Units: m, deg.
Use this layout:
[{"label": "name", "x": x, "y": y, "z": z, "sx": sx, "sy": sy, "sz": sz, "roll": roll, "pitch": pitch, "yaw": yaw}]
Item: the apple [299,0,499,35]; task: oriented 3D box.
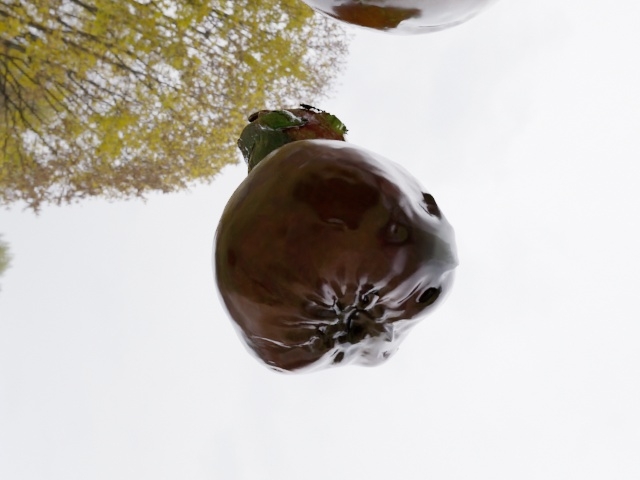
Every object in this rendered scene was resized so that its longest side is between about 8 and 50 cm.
[{"label": "apple", "x": 0.053, "y": -0.271, "z": 0.377, "sx": 0.237, "sy": 0.207, "sz": 0.237, "roll": 31, "pitch": -40, "yaw": 31}]

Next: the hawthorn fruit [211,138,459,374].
[{"label": "hawthorn fruit", "x": 0.011, "y": 0.013, "z": 0.646, "sx": 0.308, "sy": 0.324, "sz": 0.308, "roll": 2, "pitch": -67, "yaw": 4}]

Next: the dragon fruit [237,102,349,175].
[{"label": "dragon fruit", "x": -0.043, "y": -0.136, "z": 0.921, "sx": 0.295, "sy": 0.130, "sz": 0.268, "roll": 11, "pitch": -43, "yaw": 38}]
